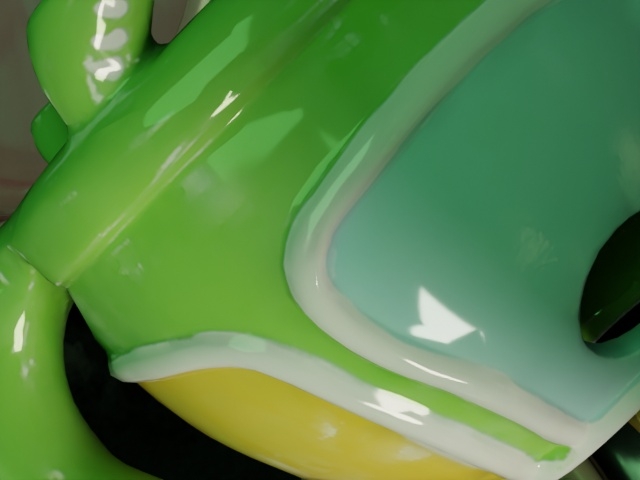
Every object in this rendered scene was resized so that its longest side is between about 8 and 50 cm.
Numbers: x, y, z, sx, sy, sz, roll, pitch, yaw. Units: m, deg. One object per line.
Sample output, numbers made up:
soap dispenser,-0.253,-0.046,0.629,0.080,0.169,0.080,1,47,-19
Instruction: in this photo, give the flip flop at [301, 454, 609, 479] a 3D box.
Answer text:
flip flop,0.084,0.157,0.551,0.112,0.080,0.277,-46,65,21

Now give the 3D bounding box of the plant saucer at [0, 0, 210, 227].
plant saucer,-0.157,-0.150,0.722,0.332,0.084,0.332,-3,85,32

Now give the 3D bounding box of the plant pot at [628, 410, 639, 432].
plant pot,0.160,0.062,0.510,0.081,0.083,0.081,47,111,25

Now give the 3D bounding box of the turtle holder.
turtle holder,0.012,-0.010,0.488,0.227,0.320,0.243,46,144,-4
